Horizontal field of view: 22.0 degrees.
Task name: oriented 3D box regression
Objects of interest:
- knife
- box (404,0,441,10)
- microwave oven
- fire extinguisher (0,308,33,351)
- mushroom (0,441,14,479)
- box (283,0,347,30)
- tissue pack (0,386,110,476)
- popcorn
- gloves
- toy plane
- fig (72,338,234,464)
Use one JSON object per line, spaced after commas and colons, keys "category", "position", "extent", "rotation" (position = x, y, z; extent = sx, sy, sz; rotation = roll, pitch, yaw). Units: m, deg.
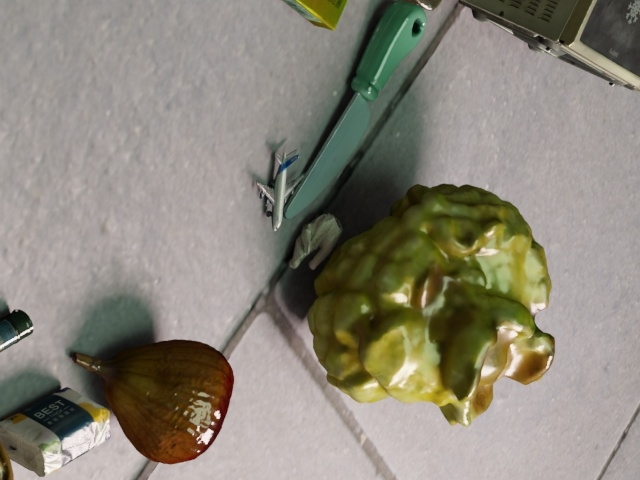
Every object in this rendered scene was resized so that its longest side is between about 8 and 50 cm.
{"category": "knife", "position": [0.035, -0.131, 1.709], "extent": [0.260, 0.035, 0.063], "rotation": [-60, 153, -2]}
{"category": "box", "position": [0.019, -0.342, 1.431], "extent": [0.273, 0.143, 0.184], "rotation": [35, 79, -45]}
{"category": "microwave oven", "position": [0.281, -0.272, 1.832], "extent": [0.240, 0.194, 0.145], "rotation": [14, 100, -56]}
{"category": "fire extinguisher", "position": [-0.280, 0.089, 1.382], "extent": [0.083, 0.025, 0.038], "rotation": [-33, 155, -42]}
{"category": "mushroom", "position": [-0.359, 0.165, 1.226], "extent": [0.350, 0.128, 0.128], "rotation": [26, 86, -60]}
{"category": "box", "position": [0.014, -0.312, 1.574], "extent": [0.121, 0.030, 0.193], "rotation": [31, 82, -56]}
{"category": "tissue pack", "position": [-0.234, 0.168, 1.454], "extent": [0.083, 0.062, 0.042], "rotation": [-29, 134, -43]}
{"category": "popcorn", "position": [0.122, 0.067, 1.750], "extent": [0.224, 0.270, 0.258], "rotation": [135, -37, -66]}
{"category": "gloves", "position": [-0.002, 0.000, 1.713], "extent": [0.081, 0.037, 0.044], "rotation": [-42, 112, -18]}
{"category": "toy plane", "position": [-0.041, -0.051, 1.644], "extent": [0.078, 0.024, 0.084], "rotation": [-12, 123, -53]}
{"category": "fig", "position": [-0.160, 0.146, 1.540], "extent": [0.119, 0.153, 0.119], "rotation": [-169, -90, -83]}
